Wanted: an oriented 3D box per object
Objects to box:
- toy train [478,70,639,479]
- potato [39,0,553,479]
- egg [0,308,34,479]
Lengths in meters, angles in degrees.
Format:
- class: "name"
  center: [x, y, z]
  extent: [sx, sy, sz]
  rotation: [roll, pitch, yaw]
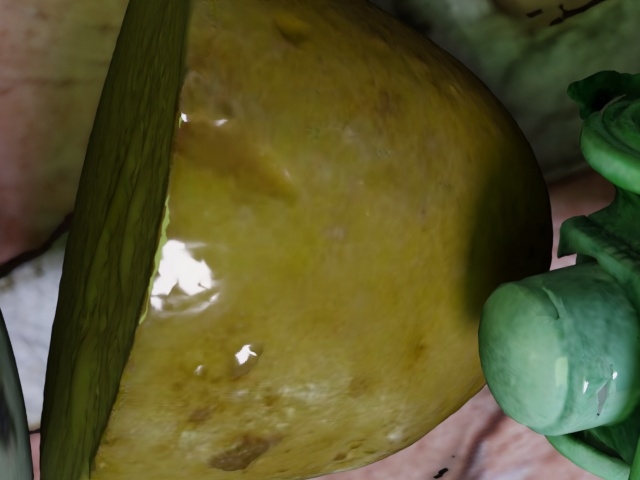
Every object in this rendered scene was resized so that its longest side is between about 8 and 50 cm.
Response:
- class: "toy train"
  center: [0.179, 0.032, 0.507]
  extent: [0.243, 0.188, 0.132]
  rotation: [-10, 121, -30]
- class: "potato"
  center: [0.000, 0.000, 0.561]
  extent: [0.158, 0.178, 0.203]
  rotation: [7, 111, -15]
- class: "egg"
  center: [-0.240, 0.069, 0.555]
  extent: [0.288, 0.287, 0.379]
  rotation: [-14, 131, 15]
